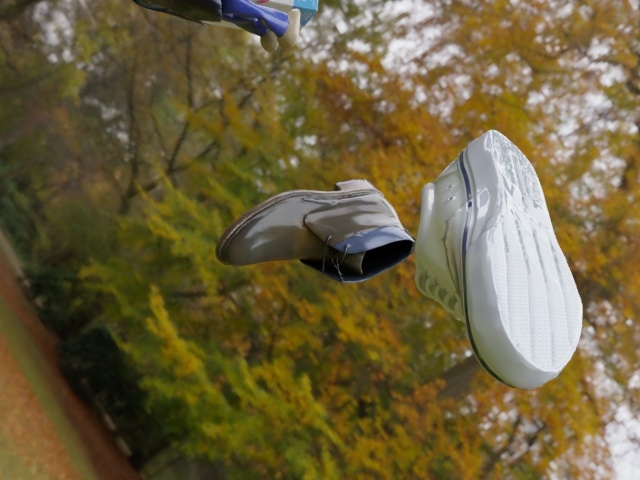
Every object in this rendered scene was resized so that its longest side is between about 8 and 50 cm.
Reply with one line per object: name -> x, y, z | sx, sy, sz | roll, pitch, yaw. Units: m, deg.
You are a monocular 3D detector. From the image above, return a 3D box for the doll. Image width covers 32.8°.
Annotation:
doll -> -0.112, -0.218, 0.984 | 0.129, 0.189, 0.046 | 9, -93, 61

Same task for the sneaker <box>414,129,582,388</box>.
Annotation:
sneaker -> 0.115, 0.023, 0.755 | 0.094, 0.091, 0.258 | 39, 28, -17

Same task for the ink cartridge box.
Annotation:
ink cartridge box -> -0.104, -0.337, 1.493 | 0.104, 0.181, 0.061 | 147, -52, -65

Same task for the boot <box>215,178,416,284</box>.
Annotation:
boot -> 0.000, 0.000, 1.192 | 0.106, 0.219, 0.082 | 45, -37, 38
